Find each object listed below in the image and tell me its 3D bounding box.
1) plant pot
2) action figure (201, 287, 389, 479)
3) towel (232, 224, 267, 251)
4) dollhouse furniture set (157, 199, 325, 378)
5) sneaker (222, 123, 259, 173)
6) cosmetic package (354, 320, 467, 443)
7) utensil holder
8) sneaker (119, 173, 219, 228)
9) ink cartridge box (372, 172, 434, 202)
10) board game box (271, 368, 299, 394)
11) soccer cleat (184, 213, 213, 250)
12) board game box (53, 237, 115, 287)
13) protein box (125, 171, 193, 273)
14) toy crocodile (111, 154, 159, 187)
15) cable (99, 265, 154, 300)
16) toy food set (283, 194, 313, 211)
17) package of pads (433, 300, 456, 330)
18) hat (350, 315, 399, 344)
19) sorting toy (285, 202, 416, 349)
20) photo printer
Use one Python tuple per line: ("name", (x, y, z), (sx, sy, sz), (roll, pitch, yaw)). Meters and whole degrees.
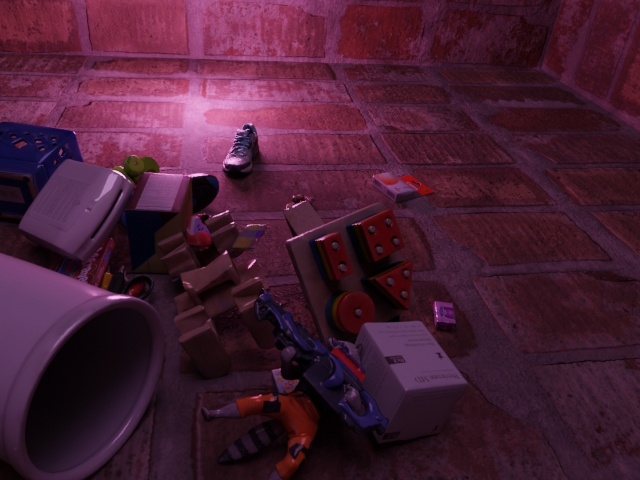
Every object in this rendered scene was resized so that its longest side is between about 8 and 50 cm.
("plant pot", (-0.853, -0.187, 1.596), (0.236, 0.236, 0.212), (8, 40, 3))
("action figure", (-0.061, 0.274, 1.021), (0.330, 0.178, 0.341), (-29, 73, -30))
("towel", (-0.163, -0.006, 1.252), (0.060, 0.009, 0.083), (2, 44, 25))
("dollhouse furniture set", (-0.147, 0.116, 1.315), (0.394, 0.256, 0.362), (-26, 40, -7))
("sneaker", (-0.293, -0.340, 1.985), (0.110, 0.122, 0.283), (5, 34, 1))
("cosmetic package", (0.162, 0.278, 1.092), (0.151, 0.151, 0.184), (1, 33, -28))
("utensil holder", (-0.538, 0.204, 0.982), (0.385, 0.328, 0.327), (16, 36, 21))
("sneaker", (-0.476, -0.147, 1.674), (0.341, 0.125, 0.139), (-21, 41, -35))
("ink cartridge box", (0.296, -0.201, 1.933), (0.179, 0.045, 0.145), (-19, 41, -27))
("board game box", (-0.018, 0.308, 1.156), (0.154, 0.026, 0.103), (-8, 36, -18))
("soccer cleat", (-0.309, -0.037, 1.512), (0.083, 0.095, 0.248), (9, 12, 7))
("board game box", (-0.605, 0.102, 1.334), (0.145, 0.027, 0.281), (-16, 35, 5))
("protein box", (-0.427, -0.049, 1.467), (0.136, 0.200, 0.201), (3, 34, -5))
("toy crocodile", (-0.643, -0.176, 1.723), (0.115, 0.105, 0.340), (-26, 20, 33))
("cable", (-0.487, 0.170, 1.292), (0.139, 0.072, 0.287), (10, 46, -6))
("toy food set", (-0.066, -0.124, 1.790), (0.078, 0.019, 0.122), (13, 35, 11))
("package of pads", (0.312, 0.190, 1.370), (0.050, 0.032, 0.083), (6, 34, 3))
("hat", (0.089, 0.178, 1.338), (0.208, 0.173, 0.183), (20, -3, -14))
("sorting toy", (0.091, 0.073, 1.171), (0.257, 0.255, 0.089), (-24, 8, -29))
("photo printer", (-0.634, -0.083, 1.425), (0.307, 0.107, 0.256), (14, 70, 40))
